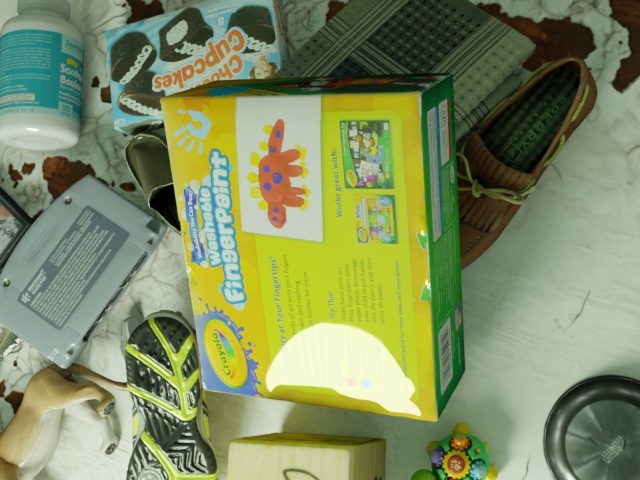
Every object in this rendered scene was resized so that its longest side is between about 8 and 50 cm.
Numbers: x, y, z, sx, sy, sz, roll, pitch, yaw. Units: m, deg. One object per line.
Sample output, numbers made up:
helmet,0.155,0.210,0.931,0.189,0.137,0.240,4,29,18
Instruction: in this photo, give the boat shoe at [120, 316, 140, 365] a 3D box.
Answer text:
boat shoe,-0.324,0.181,1.473,0.035,0.035,0.100,-16,79,44

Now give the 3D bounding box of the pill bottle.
pill bottle,-0.499,-0.301,1.544,0.146,0.146,0.264,-3,81,18

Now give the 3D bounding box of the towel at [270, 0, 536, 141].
towel,0.122,-0.261,1.339,0.324,0.056,0.312,-43,60,-5

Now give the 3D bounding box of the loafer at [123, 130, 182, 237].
loafer,-0.254,-0.095,1.459,0.094,0.087,0.251,-44,71,8

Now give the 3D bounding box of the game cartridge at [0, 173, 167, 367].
game cartridge,-0.422,0.043,1.476,0.196,0.060,0.294,34,82,7

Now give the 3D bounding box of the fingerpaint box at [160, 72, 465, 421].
fingerpaint box,0.000,0.000,1.215,0.371,0.163,0.445,2,110,24

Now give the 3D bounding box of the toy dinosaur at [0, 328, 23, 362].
toy dinosaur,-0.535,0.132,1.537,0.268,0.064,0.118,-45,77,11

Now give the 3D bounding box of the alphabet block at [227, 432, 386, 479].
alphabet block,-0.017,0.385,1.249,0.192,0.193,0.197,-2,81,17

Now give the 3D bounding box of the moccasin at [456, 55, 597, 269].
moccasin,0.258,-0.103,1.254,0.380,0.147,0.139,-45,73,7

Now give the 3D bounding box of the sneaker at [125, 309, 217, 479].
sneaker,-0.229,0.294,1.374,0.145,0.147,0.385,3,100,-2

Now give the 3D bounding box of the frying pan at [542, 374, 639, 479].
frying pan,0.433,0.342,1.182,0.197,0.053,0.326,-28,71,13

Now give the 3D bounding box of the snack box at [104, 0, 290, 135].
snack box,-0.212,-0.308,1.493,0.322,0.060,0.187,-12,78,17

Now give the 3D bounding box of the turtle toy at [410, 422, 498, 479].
turtle toy,0.189,0.330,1.253,0.130,0.066,0.095,-37,72,10

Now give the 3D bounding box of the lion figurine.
lion figurine,-0.490,0.332,1.466,0.240,0.142,0.392,35,79,28

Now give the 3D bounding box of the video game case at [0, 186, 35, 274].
video game case,-0.692,-0.016,1.624,0.275,0.035,0.248,41,95,20
